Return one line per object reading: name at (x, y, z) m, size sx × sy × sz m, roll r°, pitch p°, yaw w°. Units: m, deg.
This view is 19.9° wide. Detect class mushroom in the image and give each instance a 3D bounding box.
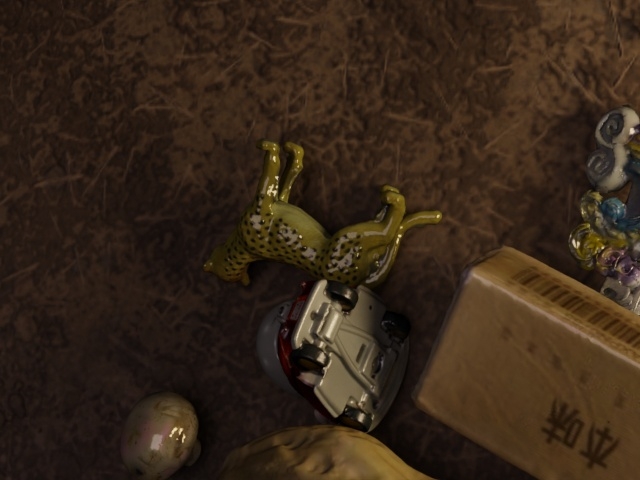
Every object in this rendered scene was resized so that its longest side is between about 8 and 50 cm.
mushroom at (-0.139, 0.174, 1.603) m, size 0.083 × 0.067 × 0.083 m, roll -33°, pitch 43°, yaw 38°

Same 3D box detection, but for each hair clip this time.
hair clip at (0.262, -0.023, 1.481) m, size 0.116 × 0.049 × 0.172 m, roll 11°, pitch 91°, yaw 32°

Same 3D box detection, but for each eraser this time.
eraser at (0.246, 0.146, 1.434) m, size 0.343 × 0.078 × 0.144 m, roll 29°, pitch 116°, yaw 21°

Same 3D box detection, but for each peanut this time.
peanut at (0.051, 0.238, 1.483) m, size 0.313 × 0.149 × 0.149 m, roll 20°, pitch 91°, yaw 22°

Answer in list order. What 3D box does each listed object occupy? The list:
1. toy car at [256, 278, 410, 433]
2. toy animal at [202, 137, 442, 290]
toy car at (-0.003, 0.088, 1.534) m, size 0.112 × 0.139 × 0.112 m, roll 5°, pitch 61°, yaw 41°
toy animal at (0.000, 0.000, 1.576) m, size 0.181 × 0.073 × 0.136 m, roll 22°, pitch 100°, yaw 9°
